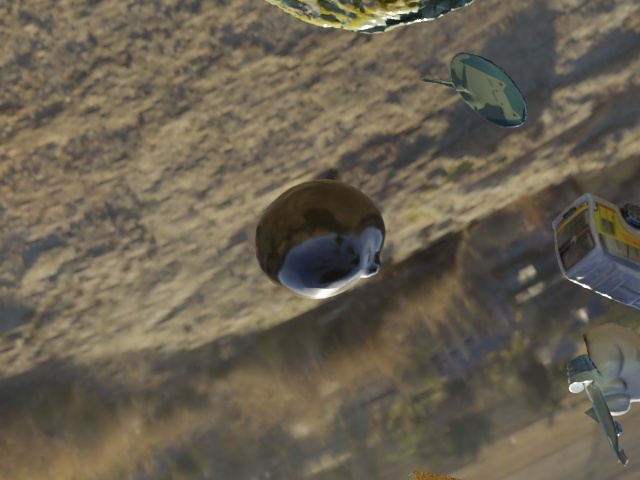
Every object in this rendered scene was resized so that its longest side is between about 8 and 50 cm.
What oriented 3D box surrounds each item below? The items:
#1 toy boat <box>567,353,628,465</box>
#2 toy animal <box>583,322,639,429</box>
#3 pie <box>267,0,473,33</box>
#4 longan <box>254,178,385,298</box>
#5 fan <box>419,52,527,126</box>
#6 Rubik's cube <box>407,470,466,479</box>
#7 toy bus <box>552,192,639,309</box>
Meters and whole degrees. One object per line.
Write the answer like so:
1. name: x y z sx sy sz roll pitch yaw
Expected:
1. toy boat: 0.353 0.210 1.589 0.034 0.149 0.105 -16 142 -5
2. toy animal: 0.463 0.161 1.728 0.193 0.178 0.127 -17 115 4
3. pie: 0.029 -0.418 1.419 0.418 0.180 0.395 -1 140 8
4. longan: 0.000 0.000 1.696 0.189 0.189 0.189 -21 155 -10
5. fan: 0.178 -0.183 1.485 0.005 0.175 0.113 -45 127 -19
6. Rubik's cube: 0.236 0.510 1.620 0.291 0.291 0.290 14 103 -9
7. toy bus: 0.413 0.037 1.522 0.268 0.106 0.092 23 139 -18
